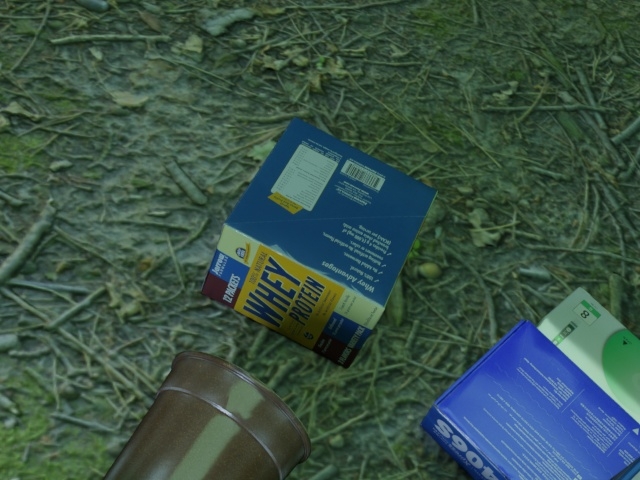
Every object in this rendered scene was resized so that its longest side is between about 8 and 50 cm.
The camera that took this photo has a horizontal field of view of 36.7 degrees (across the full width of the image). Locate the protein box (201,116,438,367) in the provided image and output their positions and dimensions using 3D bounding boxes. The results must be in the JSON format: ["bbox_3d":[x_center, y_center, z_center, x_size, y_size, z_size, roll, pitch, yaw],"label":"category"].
[{"bbox_3d":[0.000,0.000,1.139,0.200,0.136,0.201,27,50,2],"label":"protein box"}]

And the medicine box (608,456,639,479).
[{"bbox_3d":[0.210,0.351,0.843,0.263,0.289,0.149,-29,67,-34],"label":"medicine box"}]

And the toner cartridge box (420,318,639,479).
[{"bbox_3d":[0.293,0.266,1.063,0.165,0.075,0.348,-38,72,-24],"label":"toner cartridge box"}]

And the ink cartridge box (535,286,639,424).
[{"bbox_3d":[0.314,0.179,1.171,0.181,0.056,0.225,45,51,16],"label":"ink cartridge box"}]

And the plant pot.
[{"bbox_3d":[-0.122,0.220,0.920,0.167,0.167,0.165,34,58,8],"label":"plant pot"}]
